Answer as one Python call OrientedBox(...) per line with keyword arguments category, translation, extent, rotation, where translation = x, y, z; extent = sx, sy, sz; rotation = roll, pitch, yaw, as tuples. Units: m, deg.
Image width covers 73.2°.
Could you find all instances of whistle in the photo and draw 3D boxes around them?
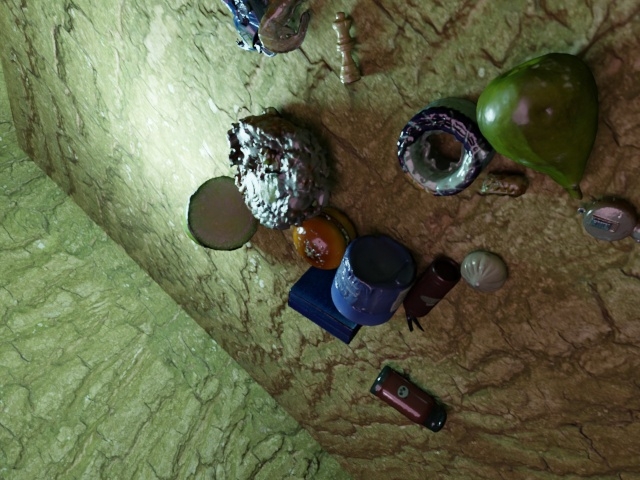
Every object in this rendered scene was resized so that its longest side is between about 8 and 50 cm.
OrientedBox(category="whistle", translation=(0.706, -0.031, 0.985), extent=(0.220, 0.057, 0.107), rotation=(23, 137, 23))

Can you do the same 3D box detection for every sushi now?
OrientedBox(category="sushi", translation=(-0.150, -0.224, 1.453), extent=(0.417, 0.176, 0.417), rotation=(21, 123, 36))

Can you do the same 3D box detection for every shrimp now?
OrientedBox(category="shrimp", translation=(-0.077, -0.599, 1.156), extent=(0.126, 0.047, 0.223), rotation=(26, 131, -28))

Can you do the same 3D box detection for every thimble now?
OrientedBox(category="thimble", translation=(0.320, -0.235, 1.074), extent=(0.237, 0.150, 0.237), rotation=(23, 136, 25))

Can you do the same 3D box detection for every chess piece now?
OrientedBox(category="chess piece", translation=(0.066, -0.506, 1.131), extent=(0.060, 0.060, 0.172), rotation=(12, 130, 35))

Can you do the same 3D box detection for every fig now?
OrientedBox(category="fig", translation=(0.448, -0.228, 0.906), extent=(0.233, 0.233, 0.314), rotation=(16, 139, 32))

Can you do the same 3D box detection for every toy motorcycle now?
OrientedBox(category="toy motorcycle", translation=(-0.215, -0.638, 1.233), extent=(0.135, 0.092, 0.254), rotation=(-5, 123, 46))

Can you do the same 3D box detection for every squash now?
OrientedBox(category="squash", translation=(-0.459, -0.113, 1.831), extent=(0.309, 0.310, 0.310), rotation=(8, 131, 57))

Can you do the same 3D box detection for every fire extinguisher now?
OrientedBox(category="fire extinguisher", translation=(0.362, 0.203, 1.466), extent=(0.138, 0.102, 0.344), rotation=(59, 149, 27))

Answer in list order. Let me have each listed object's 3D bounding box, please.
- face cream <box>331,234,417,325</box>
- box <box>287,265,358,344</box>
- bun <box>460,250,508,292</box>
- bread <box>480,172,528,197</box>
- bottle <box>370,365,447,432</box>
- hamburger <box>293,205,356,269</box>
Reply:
OrientedBox(category="face cream", translation=(0.178, 0.129, 1.463), extent=(0.249, 0.249, 0.225), rotation=(33, 138, 15))
OrientedBox(category="box", translation=(0.064, 0.206, 1.623), extent=(0.279, 0.261, 0.116), rotation=(29, 139, 19))
OrientedBox(category="bun", translation=(0.481, 0.107, 1.291), extent=(0.138, 0.094, 0.138), rotation=(26, 142, 22))
OrientedBox(category="bread", translation=(0.470, -0.141, 1.097), extent=(0.110, 0.060, 0.066), rotation=(12, 148, 36))
OrientedBox(category="bottle", translation=(0.390, 0.702, 1.884), extent=(0.336, 0.144, 0.144), rotation=(34, 141, 14))
OrientedBox(category="hamburger", translation=(0.001, 0.001, 1.568), extent=(0.246, 0.170, 0.246), rotation=(22, 136, 23))
